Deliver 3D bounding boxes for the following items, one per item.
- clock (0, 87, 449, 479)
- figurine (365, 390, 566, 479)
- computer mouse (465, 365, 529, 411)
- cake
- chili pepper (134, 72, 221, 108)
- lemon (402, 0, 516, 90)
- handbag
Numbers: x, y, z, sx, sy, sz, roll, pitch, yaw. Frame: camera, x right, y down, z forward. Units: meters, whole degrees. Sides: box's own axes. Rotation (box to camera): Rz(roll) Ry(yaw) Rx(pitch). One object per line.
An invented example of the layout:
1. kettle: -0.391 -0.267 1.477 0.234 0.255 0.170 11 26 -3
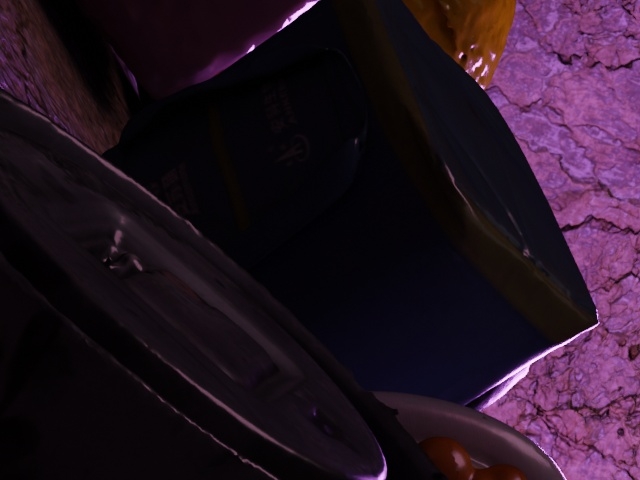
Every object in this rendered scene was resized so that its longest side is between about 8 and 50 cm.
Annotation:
1. clock: -0.073 0.044 0.803 0.319 0.066 0.319 39 7 -5
2. figurine: 0.022 0.268 0.956 0.205 0.224 0.382 116 -16 -57
3. computer mouse: 0.018 0.073 1.409 0.170 0.100 0.269 47 -24 -27
4. cake: -0.116 -0.290 1.486 0.309 0.230 0.237 55 12 -21
5. chili pepper: -0.079 -0.073 1.591 0.144 0.136 0.253 15 29 -34
6. lemon: 0.010 -0.241 1.816 0.387 0.349 0.350 -80 148 -48
7. handbag: 0.000 0.000 1.188 0.222 0.241 0.263 40 20 -46
